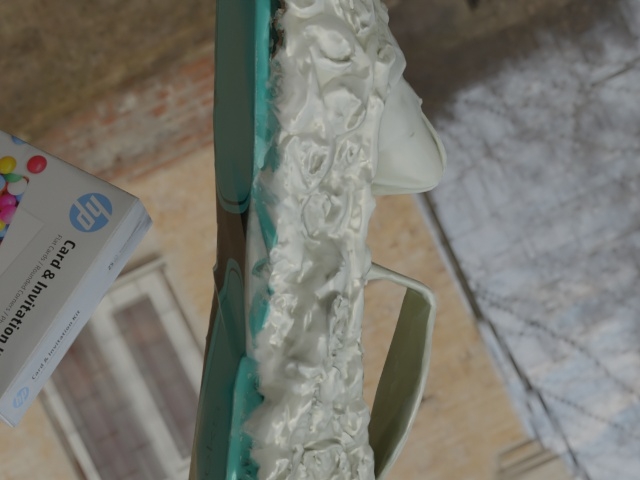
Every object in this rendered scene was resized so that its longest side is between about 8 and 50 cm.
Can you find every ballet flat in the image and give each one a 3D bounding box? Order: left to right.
[{"bbox_3d":[0.000,0.000,0.850,0.147,0.409,0.147,5,-171,-1],"label":"ballet flat"}]

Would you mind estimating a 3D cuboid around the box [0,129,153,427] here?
[{"bbox_3d":[-0.214,0.003,0.897,0.145,0.186,0.038,-57,160,-17],"label":"box"}]
